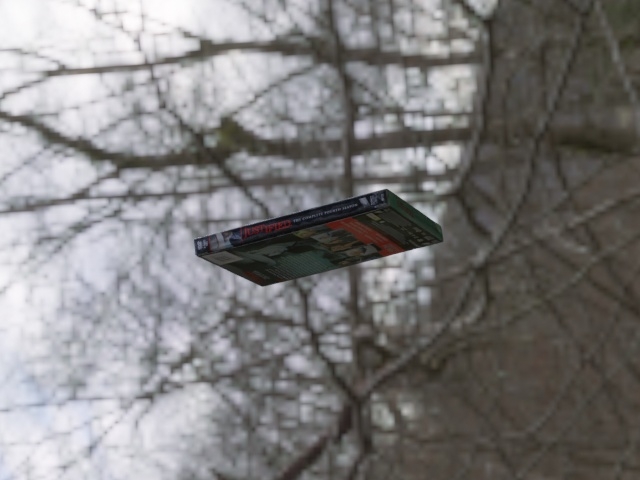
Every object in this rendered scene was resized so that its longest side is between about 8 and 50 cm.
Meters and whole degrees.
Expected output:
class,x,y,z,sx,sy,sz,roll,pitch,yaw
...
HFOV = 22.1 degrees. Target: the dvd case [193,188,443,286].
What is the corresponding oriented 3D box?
class,x,y,z,sx,sy,sz,roll,pitch,yaw
dvd case,0.000,0.000,0.933,0.087,0.119,0.013,28,-130,-62
